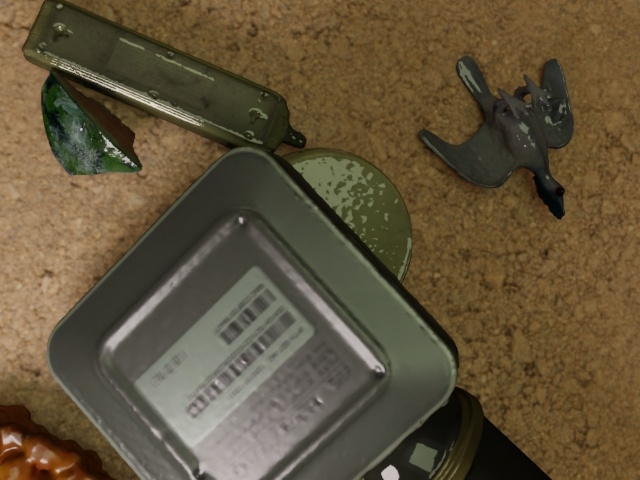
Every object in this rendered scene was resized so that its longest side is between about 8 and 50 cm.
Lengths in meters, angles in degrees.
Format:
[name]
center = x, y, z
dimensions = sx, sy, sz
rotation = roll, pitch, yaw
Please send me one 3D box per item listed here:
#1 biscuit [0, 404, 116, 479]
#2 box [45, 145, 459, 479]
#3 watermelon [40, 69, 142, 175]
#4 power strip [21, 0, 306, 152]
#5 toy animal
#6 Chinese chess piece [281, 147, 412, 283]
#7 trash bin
[biscuit]
center = -0.383, 0.393, 1.170
dimensions = 0.318, 0.110, 0.312
rotation = 45, 80, -8
[box]
center = -0.086, 0.143, 1.150
dimensions = 0.396, 0.111, 0.396
rotation = -45, 82, 11
[watermelon]
center = -0.312, -0.145, 1.228
dimensions = 0.101, 0.080, 0.155
rotation = -27, 121, 23
[power strip]
center = -0.197, -0.205, 1.261
dimensions = 0.387, 0.066, 0.092
rotation = 23, 81, -9
[toy animal]
center = 0.274, -0.152, 1.363
dimensions = 0.239, 0.176, 0.255
rotation = -26, 60, -16
[Chinese chess piece]
center = 0.000, 0.000, 1.277
dimensions = 0.250, 0.101, 0.250
rotation = 0, 88, -13
[trash bin]
center = 0.172, 0.319, 1.252
dimensions = 0.334, 0.214, 0.214
rotation = 41, 80, -12
